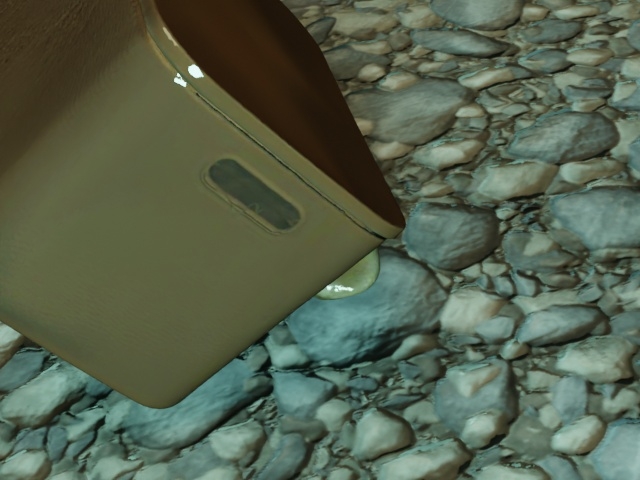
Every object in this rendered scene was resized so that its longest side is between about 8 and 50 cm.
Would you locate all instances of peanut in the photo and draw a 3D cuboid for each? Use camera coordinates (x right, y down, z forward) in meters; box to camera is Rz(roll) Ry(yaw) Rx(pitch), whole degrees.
[{"bbox_3d":[0.000,0.000,1.070,0.076,0.076,0.152,-19,34,-12],"label":"peanut"}]

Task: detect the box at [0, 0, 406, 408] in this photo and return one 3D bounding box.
[{"bbox_3d":[-0.127,-0.078,1.011,0.229,0.239,0.339,-42,35,16],"label":"box"}]
